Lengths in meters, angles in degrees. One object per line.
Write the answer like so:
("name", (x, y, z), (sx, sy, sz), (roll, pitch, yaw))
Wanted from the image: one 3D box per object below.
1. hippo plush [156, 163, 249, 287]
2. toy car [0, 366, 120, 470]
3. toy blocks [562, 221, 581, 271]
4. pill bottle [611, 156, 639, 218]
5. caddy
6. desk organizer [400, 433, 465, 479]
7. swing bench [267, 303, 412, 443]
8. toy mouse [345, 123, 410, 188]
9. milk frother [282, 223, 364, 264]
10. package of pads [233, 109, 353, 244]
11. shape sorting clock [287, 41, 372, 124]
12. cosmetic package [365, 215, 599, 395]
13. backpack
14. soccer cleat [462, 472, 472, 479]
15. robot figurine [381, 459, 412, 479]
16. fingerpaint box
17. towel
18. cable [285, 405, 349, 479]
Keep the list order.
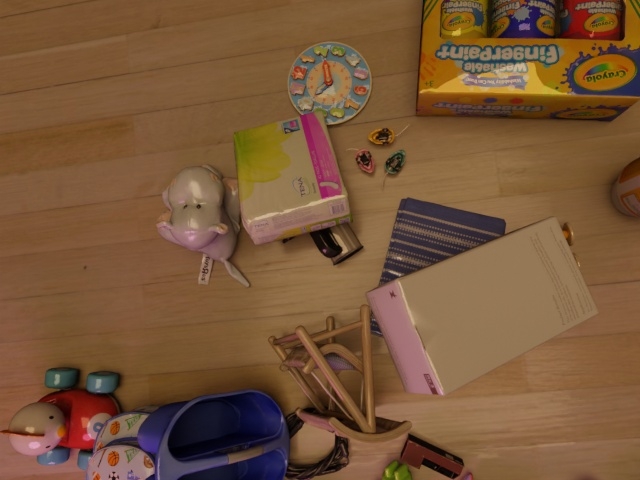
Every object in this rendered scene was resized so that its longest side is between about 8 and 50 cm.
("hippo plush", (-0.293, -0.048, 1.180), (0.234, 0.236, 0.295), (2, 85, 8))
("toy car", (-0.597, 0.419, 1.180), (0.210, 0.238, 0.220), (4, 86, 8))
("toy blocks", (0.482, 0.031, 1.155), (0.147, 0.054, 0.124), (-9, 83, 7))
("pill bottle", (0.682, -0.113, 1.042), (0.136, 0.245, 0.137), (-1, 85, 8))
("caddy", (-0.207, 0.437, 1.075), (0.179, 0.341, 0.242), (-15, 75, 38))
("desk organizer", (0.244, 0.482, 1.150), (0.130, 0.047, 0.050), (23, 90, 10))
("swing bench", (0.028, 0.287, 1.074), (0.165, 0.253, 0.255), (-15, 81, -21))
("toy mouse", (0.142, -0.191, 1.236), (0.160, 0.031, 0.143), (-7, 83, 8))
("milk frother", (0.000, 0.000, 1.216), (0.143, 0.129, 0.135), (-41, 77, 46))
("package of pads", (-0.073, -0.145, 1.161), (0.229, 0.101, 0.297), (-15, 53, 0))
("shape sorting clock", (0.021, -0.382, 1.267), (0.206, 0.040, 0.207), (-1, 85, 8))
("cosmetic package", (0.307, 0.120, 1.002), (0.384, 0.156, 0.218), (-18, 83, -19))
("backpack", (-0.393, 0.507, 1.166), (0.276, 0.213, 0.264), (-8, 75, 9))
("soccer cleat", (0.404, 0.589, 1.103), (0.247, 0.083, 0.095), (24, 84, 12))
("robot figurine", (0.169, 0.543, 1.138), (0.101, 0.067, 0.115), (3, 102, 40))
("fingerpaint box", (0.445, -0.468, 1.152), (0.444, 0.163, 0.372), (4, 85, 9))
("towel", (0.256, 0.076, 1.146), (0.243, 0.040, 0.336), (14, 72, 12))
("cable", (-0.029, 0.461, 1.191), (0.184, 0.047, 0.151), (-14, 83, 7))
